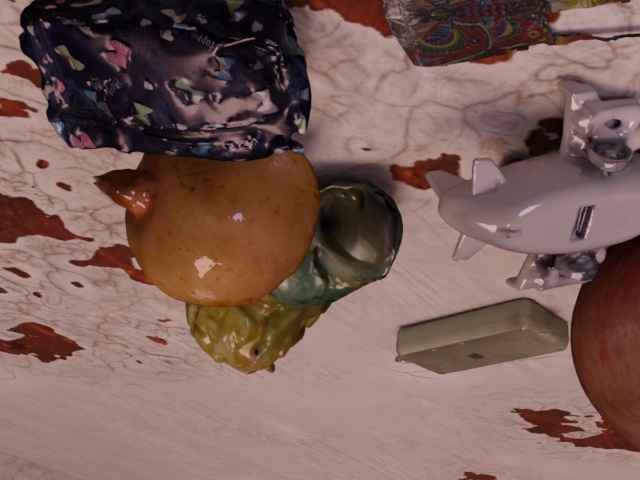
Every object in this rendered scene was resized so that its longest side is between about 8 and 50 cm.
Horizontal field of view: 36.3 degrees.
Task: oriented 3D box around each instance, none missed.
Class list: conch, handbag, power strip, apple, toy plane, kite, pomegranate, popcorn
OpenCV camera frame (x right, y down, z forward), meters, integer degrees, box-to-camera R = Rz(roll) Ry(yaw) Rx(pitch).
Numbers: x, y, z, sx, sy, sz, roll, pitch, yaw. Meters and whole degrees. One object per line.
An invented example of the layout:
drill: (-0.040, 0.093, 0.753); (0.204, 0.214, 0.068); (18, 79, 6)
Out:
conch: (0.003, -0.001, 1.135); (0.188, 0.122, 0.176); (1, 132, 7)
handbag: (-0.135, -0.149, 0.870); (0.260, 0.113, 0.162); (5, 132, 10)
power strip: (0.236, 0.149, 1.453); (0.270, 0.046, 0.118); (-20, 145, 41)
apple: (0.435, 0.123, 1.051); (0.344, 0.270, 0.345); (16, 174, 2)
toy plane: (0.230, -0.045, 0.970); (0.244, 0.117, 0.245); (-11, 129, -14)
kite: (0.195, -0.195, 0.816); (0.285, 0.015, 0.152); (2, 156, 16)
pomegranate: (-0.102, -0.032, 1.008); (0.207, 0.207, 0.207); (6, 154, 3)
popcorn: (-0.085, 0.085, 1.265); (0.167, 0.186, 0.187); (17, 177, 41)

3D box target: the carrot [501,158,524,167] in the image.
carrot: (0.204, -0.044, 1.090); (0.035, 0.036, 0.165); (7, 155, 0)
